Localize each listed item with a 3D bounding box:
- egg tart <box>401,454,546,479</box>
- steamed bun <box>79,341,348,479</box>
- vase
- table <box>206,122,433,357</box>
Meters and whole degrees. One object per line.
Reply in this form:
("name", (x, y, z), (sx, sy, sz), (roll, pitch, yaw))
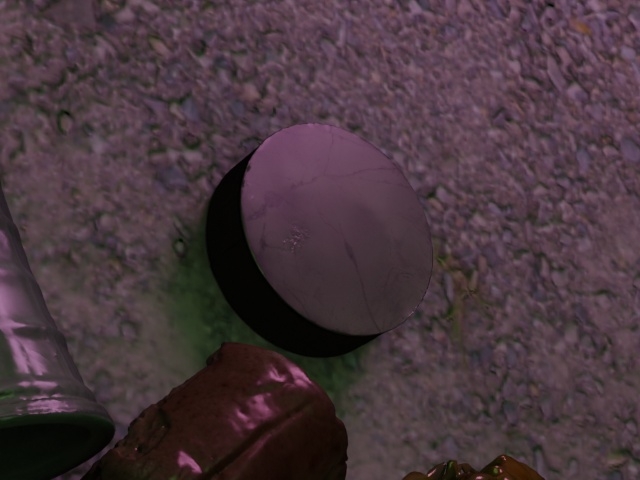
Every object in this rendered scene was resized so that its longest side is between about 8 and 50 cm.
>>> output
("egg tart", (0.028, 0.267, 0.944), (0.352, 0.150, 0.352), (-22, 116, -57))
("steamed bun", (-0.069, 0.134, 0.968), (0.106, 0.175, 0.145), (42, 52, 17))
("vase", (-0.209, -0.026, 0.971), (0.143, 0.143, 0.299), (-5, 67, -37))
("table", (0.000, 0.000, 1.160), (0.133, 0.043, 0.133), (16, 59, -28))
